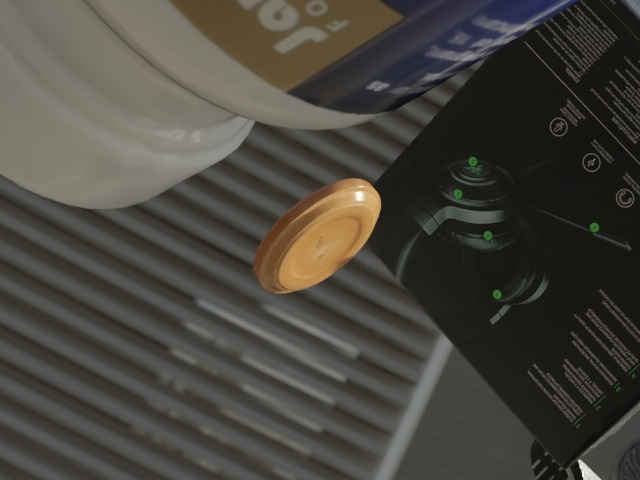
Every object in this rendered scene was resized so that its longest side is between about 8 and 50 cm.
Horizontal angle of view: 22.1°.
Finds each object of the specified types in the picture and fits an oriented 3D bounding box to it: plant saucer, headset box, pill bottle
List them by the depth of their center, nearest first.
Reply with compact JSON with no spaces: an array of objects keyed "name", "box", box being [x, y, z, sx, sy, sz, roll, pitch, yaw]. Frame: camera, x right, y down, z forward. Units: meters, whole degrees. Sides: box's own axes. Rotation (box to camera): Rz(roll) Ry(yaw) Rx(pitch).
[{"name":"pill bottle","box":[0.018,-0.118,0.374,0.264,0.153,0.153,-30,-52,32]},{"name":"plant saucer","box":[0.000,0.000,0.912,0.013,0.083,0.083,50,-7,26]},{"name":"headset box","box":[0.193,-0.015,1.158,0.246,0.283,0.131,48,28,14]}]

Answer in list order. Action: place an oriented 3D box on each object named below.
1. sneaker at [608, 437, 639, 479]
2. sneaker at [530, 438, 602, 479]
[{"name":"sneaker","box":[0.253,0.145,0.844,0.222,0.083,0.118,-3,-42,0]},{"name":"sneaker","box":[0.215,0.207,1.369,0.109,0.040,0.044,51,15,6]}]
